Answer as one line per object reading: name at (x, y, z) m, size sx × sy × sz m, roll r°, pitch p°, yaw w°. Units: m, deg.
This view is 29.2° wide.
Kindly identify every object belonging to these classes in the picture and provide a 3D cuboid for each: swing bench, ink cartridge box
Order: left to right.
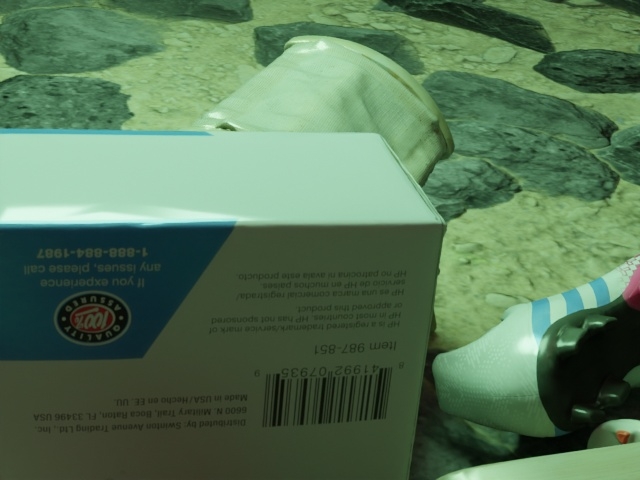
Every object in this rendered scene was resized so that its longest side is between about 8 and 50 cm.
ink cartridge box at (-0.071, 0.102, 0.687) m, size 0.223 × 0.307 × 0.129 m, roll -1°, pitch 26°, yaw -13°
swing bench at (0.000, 0.000, 0.951) m, size 0.165 × 0.254 × 0.253 m, roll 14°, pitch 29°, yaw 14°

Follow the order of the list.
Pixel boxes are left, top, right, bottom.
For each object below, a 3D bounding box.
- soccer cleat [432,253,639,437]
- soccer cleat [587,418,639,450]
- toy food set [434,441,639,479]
soccer cleat at (0.218, 0.076, 1.013) m, size 0.143 × 0.116 × 0.331 m, roll -6°, pitch 5°, yaw 41°
soccer cleat at (0.287, 0.182, 0.882) m, size 0.196 × 0.068 × 0.076 m, roll 22°, pitch 15°, yaw 25°
toy food set at (0.208, 0.215, 0.652) m, size 0.306 × 0.092 × 0.219 m, roll -9°, pitch 37°, yaw -2°
